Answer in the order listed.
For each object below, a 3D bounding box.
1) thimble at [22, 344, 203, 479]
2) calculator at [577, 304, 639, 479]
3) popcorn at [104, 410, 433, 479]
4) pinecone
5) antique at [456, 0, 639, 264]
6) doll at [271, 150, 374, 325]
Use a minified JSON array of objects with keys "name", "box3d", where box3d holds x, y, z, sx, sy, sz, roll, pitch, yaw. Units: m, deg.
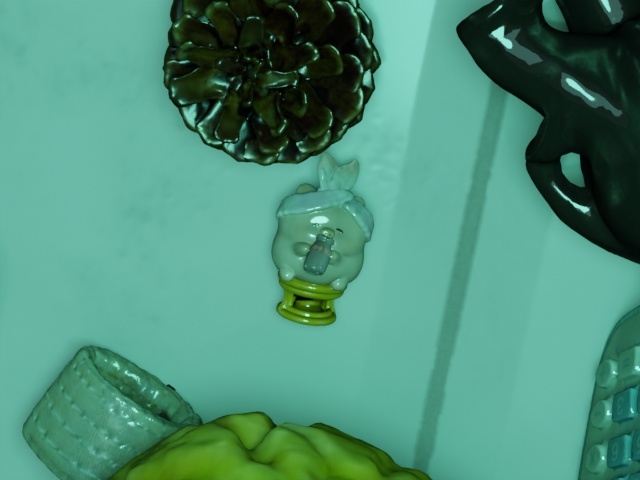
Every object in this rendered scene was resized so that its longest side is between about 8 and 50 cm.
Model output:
[{"name":"thimble","box3d":[-0.156,0.145,1.490,0.115,0.102,0.090,39,101,28]},{"name":"calculator","box3d":[0.225,0.210,1.369,0.054,0.256,0.386,8,77,-10]},{"name":"popcorn","box3d":[0.006,0.299,1.374,0.354,0.344,0.390,-14,97,14]},{"name":"pinecone","box3d":[-0.041,-0.128,1.407,0.163,0.165,0.163,2,104,9]},{"name":"antique","box3d":[0.290,-0.121,1.383,0.322,0.185,0.255,-31,87,8]},{"name":"doll","box3d":[0.000,0.000,1.465,0.073,0.084,0.127,12,106,2]}]
